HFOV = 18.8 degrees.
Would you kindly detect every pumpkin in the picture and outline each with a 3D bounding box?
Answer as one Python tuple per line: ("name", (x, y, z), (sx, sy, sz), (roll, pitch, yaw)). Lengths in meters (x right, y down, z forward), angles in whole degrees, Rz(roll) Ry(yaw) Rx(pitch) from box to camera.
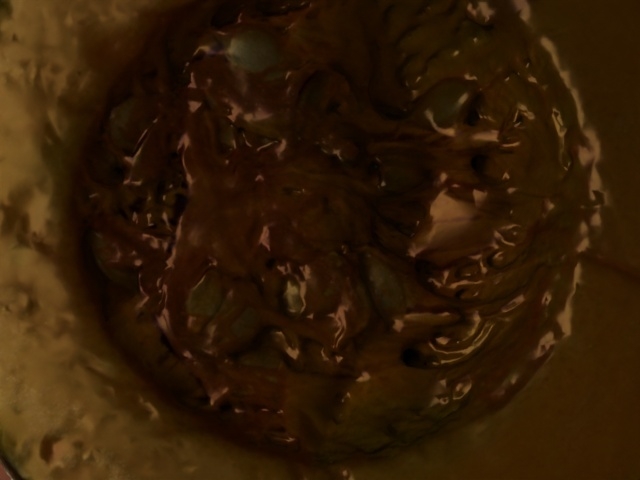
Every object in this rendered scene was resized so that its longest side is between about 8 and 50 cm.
("pumpkin", (0.005, -0.003, 0.528), (0.110, 0.217, 0.217), (95, -169, -81))
